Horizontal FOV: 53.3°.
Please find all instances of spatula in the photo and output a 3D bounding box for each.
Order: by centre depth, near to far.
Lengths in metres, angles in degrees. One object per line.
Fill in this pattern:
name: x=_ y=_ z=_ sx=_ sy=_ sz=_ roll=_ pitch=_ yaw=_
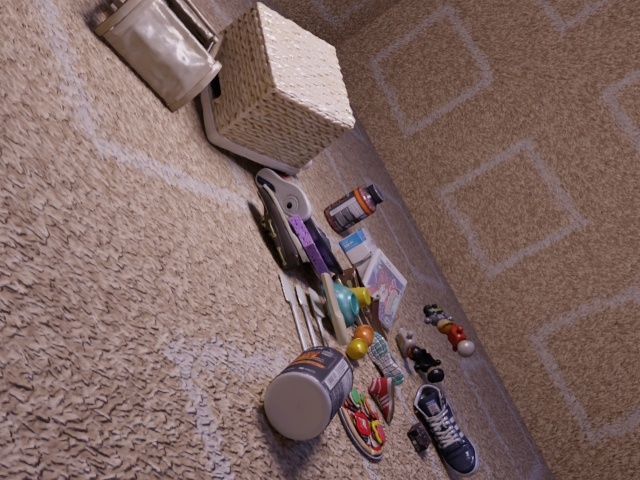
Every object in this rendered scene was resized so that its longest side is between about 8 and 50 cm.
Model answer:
spatula: x=-0.023 y=0.200 z=1.549 sx=0.168 sy=0.019 sz=0.241 roll=39 pitch=25 yaw=-50

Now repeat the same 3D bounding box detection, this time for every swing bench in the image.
swing bench: x=-0.373 y=-0.493 z=1.531 sx=0.253 sy=0.165 sz=0.254 roll=47 pitch=20 yaw=-34

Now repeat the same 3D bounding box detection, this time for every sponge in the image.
sponge: x=-0.022 y=0.034 z=1.692 sx=0.117 sy=0.031 sz=0.210 roll=59 pitch=-4 yaw=40

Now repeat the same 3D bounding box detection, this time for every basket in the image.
basket: x=-0.128 y=-0.409 z=1.737 sx=0.331 sy=0.267 sz=0.328 roll=16 pitch=52 yaw=-44

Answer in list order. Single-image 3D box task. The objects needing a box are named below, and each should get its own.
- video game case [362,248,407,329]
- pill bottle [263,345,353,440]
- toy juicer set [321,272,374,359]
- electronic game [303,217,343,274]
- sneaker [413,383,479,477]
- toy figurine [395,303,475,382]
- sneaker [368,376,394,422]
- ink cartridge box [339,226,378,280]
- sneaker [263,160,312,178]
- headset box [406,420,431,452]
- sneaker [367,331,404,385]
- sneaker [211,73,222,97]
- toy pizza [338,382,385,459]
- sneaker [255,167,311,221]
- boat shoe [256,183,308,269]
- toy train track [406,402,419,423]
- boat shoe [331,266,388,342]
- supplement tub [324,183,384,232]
video game case: x=0.203 y=0.159 z=2.085 sx=0.183 sy=0.023 sz=0.201 roll=48 pitch=51 yaw=-31
pill bottle: x=-0.010 y=0.283 z=1.246 sx=0.130 sy=0.131 sz=0.246 roll=59 pitch=16 yaw=3
toy juicer set: x=0.055 y=0.210 z=1.669 sx=0.329 sy=0.090 sz=0.209 roll=26 pitch=53 yaw=-66
electronic game: x=0.000 y=0.000 z=1.825 sx=0.229 sy=0.048 sz=0.229 roll=58 pitch=-1 yaw=1
sneaker: x=0.362 y=0.546 z=1.868 sx=0.153 sy=0.099 sz=0.282 roll=55 pitch=8 yaw=-40
toy figurine: x=0.374 y=0.339 z=2.089 sx=0.209 sy=0.213 sz=0.148 roll=48 pitch=6 yaw=-34
sneaker: x=0.157 y=0.413 z=1.662 sx=0.042 sy=0.067 sz=0.118 roll=-13 pitch=102 yaw=-75
ink cartridge box: x=0.158 y=0.058 z=2.201 sx=0.190 sy=0.082 sz=0.140 roll=60 pitch=17 yaw=1
sneaker: x=-0.102 y=-0.241 z=1.987 sx=0.270 sy=0.090 sz=0.144 roll=29 pitch=34 yaw=-52
headset box: x=0.274 y=0.542 z=1.762 sx=0.062 sy=0.032 sz=0.083 roll=61 pitch=18 yaw=10
sneaker: x=0.181 y=0.340 z=1.835 sx=0.166 sy=0.065 sz=0.076 roll=63 pitch=1 yaw=6
sneaker: x=-0.290 y=-0.488 z=1.925 sx=0.097 sy=0.084 sz=0.234 roll=33 pitch=37 yaw=-66
toy pizza: x=0.101 y=0.414 z=1.500 sx=0.201 sy=0.032 sz=0.201 roll=50 pitch=18 yaw=-24
sneaker: x=-0.076 y=-0.119 z=1.768 sx=0.217 sy=0.079 sz=0.121 roll=44 pitch=10 yaw=30
boat shoe: x=-0.112 y=-0.035 z=1.617 sx=0.227 sy=0.069 sz=0.081 roll=62 pitch=-2 yaw=10
toy train track: x=0.280 y=0.512 z=1.862 sx=0.083 sy=0.014 sz=0.048 roll=61 pitch=17 yaw=8
boat shoe: x=0.136 y=0.194 z=1.874 sx=0.257 sy=0.095 sz=0.095 roll=57 pitch=17 yaw=-5
supplement tub: x=0.119 y=-0.116 z=2.196 sx=0.106 sy=0.198 sz=0.106 roll=52 pitch=17 yaw=-23
